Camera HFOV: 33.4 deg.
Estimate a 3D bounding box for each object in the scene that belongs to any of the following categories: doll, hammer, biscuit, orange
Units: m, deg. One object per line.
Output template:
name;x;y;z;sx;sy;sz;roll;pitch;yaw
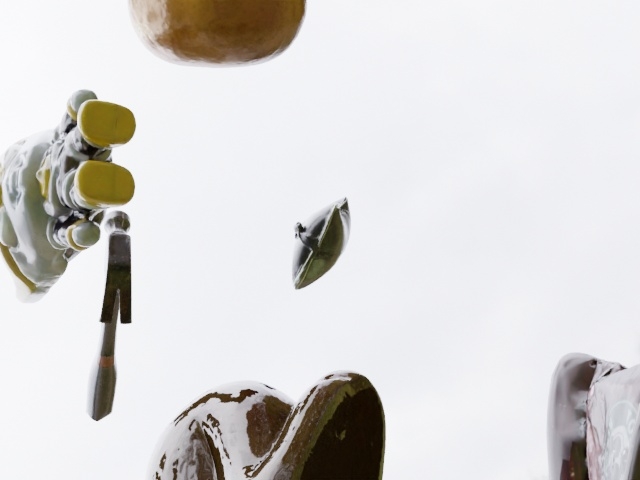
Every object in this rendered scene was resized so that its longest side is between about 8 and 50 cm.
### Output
doll;-0.228;-0.034;0.916;0.103;0.145;0.316;-22;1;-31
hammer;-0.256;0.118;1.289;0.037;0.137;0.290;4;-52;-14
biscuit;0.202;0.147;0.713;0.063;0.151;0.235;2;-8;2
orange;-0.088;-0.212;0.922;0.156;0.156;0.124;-14;-68;-35

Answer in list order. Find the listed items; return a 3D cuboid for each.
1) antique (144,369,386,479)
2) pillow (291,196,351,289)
antique;-0.056;0.194;0.637;0.143;0.257;0.121;-7;-42;25
pillow;0.002;0.001;1.113;0.135;0.055;0.091;-28;-61;-81
